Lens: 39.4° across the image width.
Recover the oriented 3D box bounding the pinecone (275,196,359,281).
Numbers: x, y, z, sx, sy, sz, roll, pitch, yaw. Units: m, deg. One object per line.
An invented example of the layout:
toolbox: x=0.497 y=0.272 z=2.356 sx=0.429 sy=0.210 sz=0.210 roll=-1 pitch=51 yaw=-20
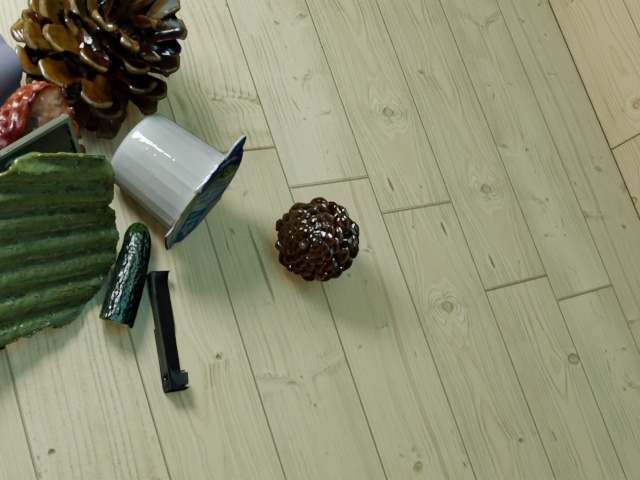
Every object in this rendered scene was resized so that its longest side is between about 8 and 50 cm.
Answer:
pinecone: x=0.000 y=0.000 z=2.080 sx=0.208 sy=0.208 sz=0.207 roll=13 pitch=64 yaw=-27

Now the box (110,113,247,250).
box: x=-0.311 y=-0.160 z=1.897 sx=0.206 sy=0.291 sz=0.262 roll=35 pitch=31 yaw=3

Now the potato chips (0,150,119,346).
potato chips: x=-0.534 y=0.010 z=1.671 sx=0.429 sy=0.070 sz=0.358 roll=-16 pitch=115 yaw=-52

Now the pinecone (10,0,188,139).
pinecone: x=-0.433 y=-0.415 z=1.862 sx=0.385 sy=0.384 sz=0.384 roll=13 pitch=64 yaw=-27

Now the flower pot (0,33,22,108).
flower pot: x=-0.724 y=-0.309 z=1.725 sx=0.265 sy=0.265 sz=0.243 roll=48 pitch=41 yaw=-5

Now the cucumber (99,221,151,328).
cucumber: x=-0.398 y=0.069 z=1.863 sx=0.074 sy=0.074 sz=0.241 roll=23 pitch=59 yaw=-22

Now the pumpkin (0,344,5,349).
pumpkin: x=-0.686 y=0.169 z=1.607 sx=0.248 sy=0.126 sz=0.131 roll=-23 pitch=85 yaw=-37

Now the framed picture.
framed picture: x=-0.534 y=-0.057 z=1.734 sx=0.232 sy=0.024 sz=0.314 roll=-40 pitch=137 yaw=-36

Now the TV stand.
TV stand: x=-0.320 y=0.189 z=1.880 sx=0.049 sy=0.040 sz=0.256 roll=-1 pitch=71 yaw=-32

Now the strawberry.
strawberry: x=-0.597 y=-0.158 z=1.742 sx=0.253 sy=0.150 sz=0.280 roll=-36 pitch=132 yaw=-39
